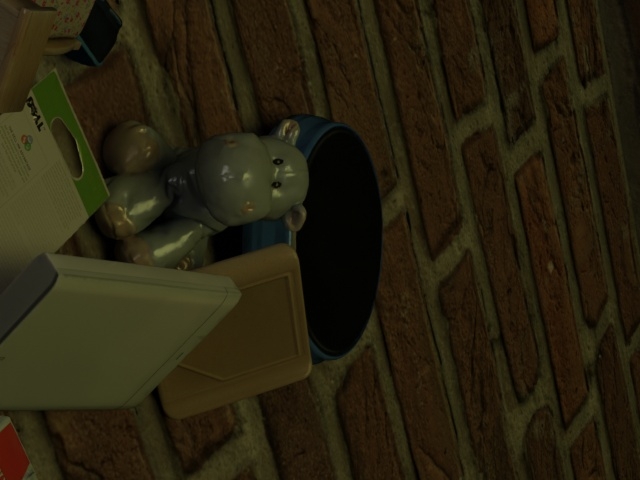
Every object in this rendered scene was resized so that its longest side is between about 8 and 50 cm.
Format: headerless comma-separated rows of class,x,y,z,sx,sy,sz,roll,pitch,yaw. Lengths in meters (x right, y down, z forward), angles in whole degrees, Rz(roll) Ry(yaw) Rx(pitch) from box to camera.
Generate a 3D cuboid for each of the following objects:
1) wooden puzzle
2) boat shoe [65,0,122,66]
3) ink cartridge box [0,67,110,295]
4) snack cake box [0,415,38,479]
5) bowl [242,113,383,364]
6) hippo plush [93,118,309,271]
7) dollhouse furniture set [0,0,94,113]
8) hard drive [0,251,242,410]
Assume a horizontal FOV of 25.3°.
wooden puzzle,-0.127,0.122,1.926,0.044,0.221,0.238,-120,-163,-48
boat shoe,-0.325,-0.326,1.737,0.089,0.109,0.258,-55,150,-21
ink cartridge box,-0.376,-0.057,1.649,0.255,0.097,0.188,-52,131,-46
snack cake box,-0.384,0.348,1.635,0.152,0.089,0.264,-45,126,-45
bowl,0.000,0.000,2.189,0.391,0.077,0.391,2,90,-67
hippo plush,-0.131,-0.044,1.894,0.294,0.237,0.234,4,86,-57
dollhouse furniture set,-0.285,-0.227,1.579,0.355,0.174,0.303,-14,135,-58
hard drive,-0.273,0.118,1.701,0.047,0.233,0.353,54,21,24
